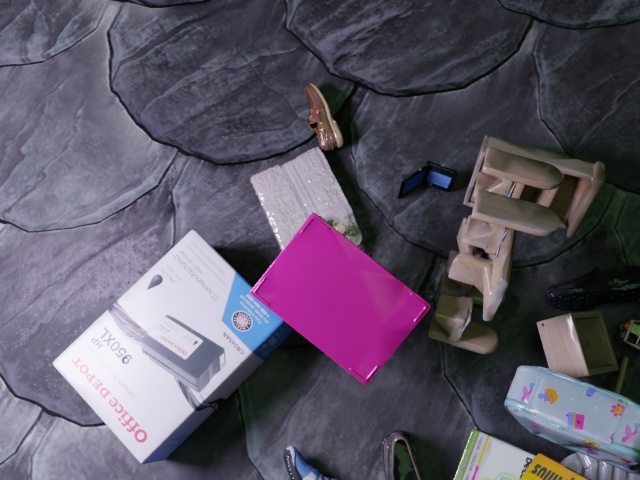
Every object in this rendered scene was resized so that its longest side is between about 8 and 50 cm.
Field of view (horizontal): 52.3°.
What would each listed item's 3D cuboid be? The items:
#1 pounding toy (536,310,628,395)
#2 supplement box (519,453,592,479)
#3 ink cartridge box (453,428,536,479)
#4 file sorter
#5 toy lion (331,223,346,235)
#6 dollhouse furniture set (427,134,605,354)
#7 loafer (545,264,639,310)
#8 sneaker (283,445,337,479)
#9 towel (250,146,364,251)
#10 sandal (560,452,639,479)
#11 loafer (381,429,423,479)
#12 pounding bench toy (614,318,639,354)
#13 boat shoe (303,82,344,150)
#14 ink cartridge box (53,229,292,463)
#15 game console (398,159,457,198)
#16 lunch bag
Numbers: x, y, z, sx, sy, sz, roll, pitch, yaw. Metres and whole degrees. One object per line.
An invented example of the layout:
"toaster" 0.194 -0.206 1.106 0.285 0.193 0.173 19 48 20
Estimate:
"pounding toy" 0.557 0.258 1.357 0.181 0.094 0.206 2 70 -40
"supplement box" 0.505 0.580 1.147 0.356 0.194 0.195 40 80 -9
"ink cartridge box" 0.390 0.505 1.265 0.255 0.097 0.188 19 80 23
"file sorter" 0.044 0.107 1.341 0.291 0.182 0.202 38 96 1
"toy lion" 0.000 0.000 1.442 0.100 0.034 0.096 15 86 4
"dollhouse furniture set" 0.411 -0.010 1.317 0.257 0.362 0.394 16 46 8
"loafer" 0.600 0.100 1.419 0.223 0.076 0.078 -9 44 5
"sneaker" -0.001 0.506 1.332 0.081 0.080 0.211 -34 86 -13
"towel" -0.030 -0.064 1.498 0.187 0.049 0.282 -24 75 -5
"sandal" 0.688 0.468 1.302 0.416 0.102 0.169 -5 59 14
"loafer" 0.175 0.520 1.310 0.096 0.084 0.267 -12 74 -1
"pounding bench toy" 0.678 0.192 1.394 0.065 0.052 0.083 26 77 9
"boat shoe" -0.004 -0.293 1.551 0.060 0.064 0.178 -23 77 -6
"ink cartridge box" -0.300 0.223 1.370 0.285 0.166 0.395 43 81 13
"game console" 0.240 -0.123 1.463 0.107 0.122 0.071 22 78 7
"lunch bag" 0.509 0.351 1.245 0.279 0.224 0.108 17 71 38
